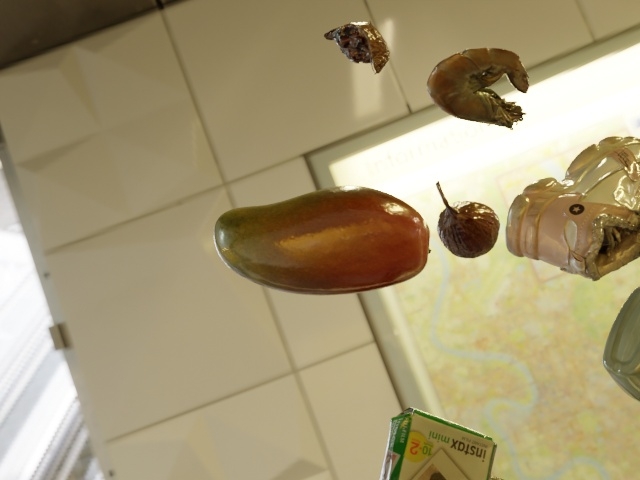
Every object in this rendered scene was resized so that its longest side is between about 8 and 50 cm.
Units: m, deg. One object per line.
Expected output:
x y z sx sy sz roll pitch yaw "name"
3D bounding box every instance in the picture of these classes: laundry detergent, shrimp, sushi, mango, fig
0.675 0.225 1.978 0.280 0.215 0.105 32 -12 -38 "laundry detergent"
0.255 -0.227 1.512 0.236 0.053 0.133 19 -58 -42 "shrimp"
0.047 -0.245 1.261 0.047 0.099 0.050 -25 -49 -31 "sushi"
0.002 0.005 1.346 0.289 0.146 0.129 -9 -14 3 "mango"
0.318 -0.050 2.282 0.146 0.134 0.201 -6 -30 24 "fig"

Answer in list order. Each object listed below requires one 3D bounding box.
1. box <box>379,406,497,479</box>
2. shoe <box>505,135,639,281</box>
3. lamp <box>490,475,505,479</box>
0.179 0.420 1.682 0.180 0.250 0.103 21 -21 -13 "box"
0.508 -0.041 1.784 0.351 0.198 0.172 -30 -49 -22 "shoe"
0.290 0.548 1.847 0.250 0.250 0.284 -23 -10 12 "lamp"
